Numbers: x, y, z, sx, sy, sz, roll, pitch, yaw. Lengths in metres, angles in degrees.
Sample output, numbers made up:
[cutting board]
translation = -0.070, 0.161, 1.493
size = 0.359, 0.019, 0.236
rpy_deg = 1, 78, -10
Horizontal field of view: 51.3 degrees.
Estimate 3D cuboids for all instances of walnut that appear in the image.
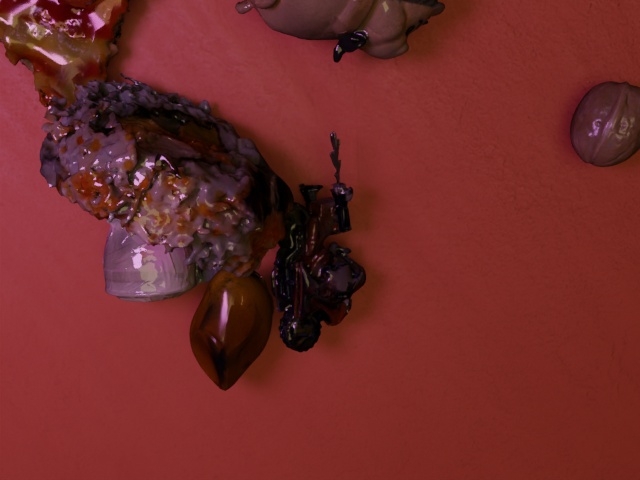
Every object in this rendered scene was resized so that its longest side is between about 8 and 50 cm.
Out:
[walnut]
translation = 0.552, -0.222, 1.269
size = 0.140, 0.140, 0.162
rpy_deg = 11, 113, -11

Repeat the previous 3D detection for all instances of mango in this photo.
[mango]
translation = -0.164, 0.147, 1.245
size = 0.136, 0.166, 0.236
rpy_deg = 33, 139, 22

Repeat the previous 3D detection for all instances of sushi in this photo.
[sushi]
translation = -0.246, -0.111, 1.062
size = 0.417, 0.417, 0.176
rpy_deg = 26, 111, -14

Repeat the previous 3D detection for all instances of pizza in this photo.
[pizza]
translation = -0.431, -0.386, 1.094
size = 0.439, 0.130, 0.406
rpy_deg = -14, 104, -4

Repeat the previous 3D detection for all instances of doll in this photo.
[doll]
translation = 0.042, -0.423, 1.103
size = 0.349, 0.247, 0.248
rpy_deg = -6, 106, -23

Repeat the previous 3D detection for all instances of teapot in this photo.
[teapot]
translation = -0.280, 0.011, 1.202
size = 0.221, 0.163, 0.178
rpy_deg = -3, 98, -7

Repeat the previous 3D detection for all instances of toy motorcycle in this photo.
[toy motorcycle]
translation = 0.000, 0.000, 1.244
size = 0.207, 0.134, 0.401
rpy_deg = -15, 106, -34
